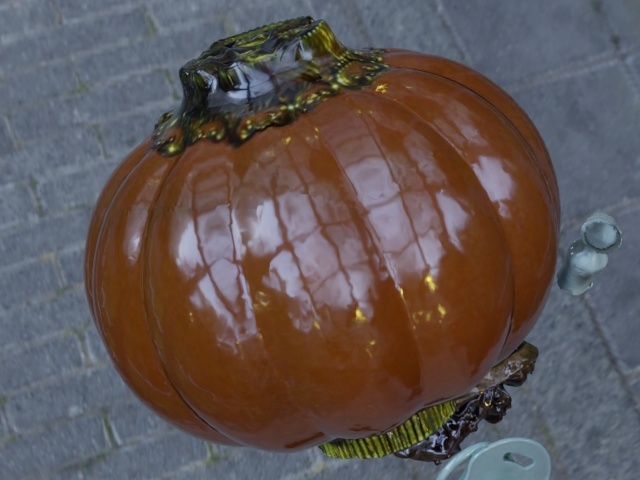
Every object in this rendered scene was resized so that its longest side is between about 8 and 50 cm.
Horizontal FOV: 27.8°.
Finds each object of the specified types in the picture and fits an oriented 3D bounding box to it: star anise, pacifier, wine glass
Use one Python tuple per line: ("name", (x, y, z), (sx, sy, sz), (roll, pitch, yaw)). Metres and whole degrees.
("star anise", (0.129, 0.092, 1.119), (0.126, 0.190, 0.220), (14, 85, 22))
("pacifier", (0.186, 0.280, 1.370), (0.127, 0.150, 0.116), (30, 19, -28))
("wine glass", (0.231, 0.014, 1.120), (0.039, 0.083, 0.042), (0, 59, -7))

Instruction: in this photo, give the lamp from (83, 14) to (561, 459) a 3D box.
("lamp", (0.000, 0.000, 0.592), (0.223, 0.223, 0.196), (-25, 107, -15))
